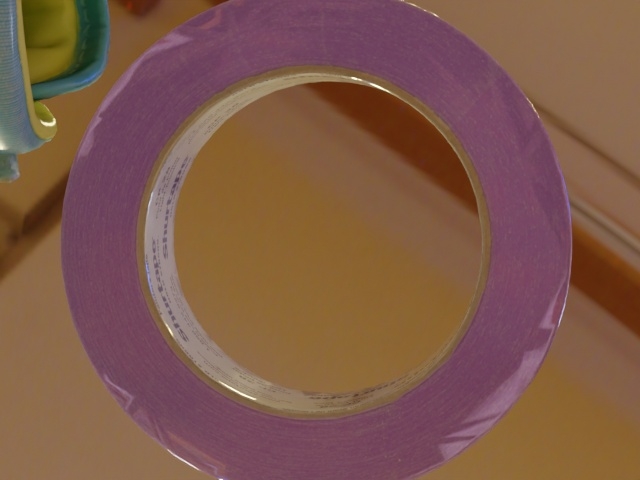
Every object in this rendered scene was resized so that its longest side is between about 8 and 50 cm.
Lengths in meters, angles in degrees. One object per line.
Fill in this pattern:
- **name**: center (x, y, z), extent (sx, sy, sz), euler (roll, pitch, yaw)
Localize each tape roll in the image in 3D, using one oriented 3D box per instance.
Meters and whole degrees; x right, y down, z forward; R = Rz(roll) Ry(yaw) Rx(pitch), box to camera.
- **tape roll**: center (0.000, 0.000, 1.031), extent (0.275, 0.090, 0.274), euler (0, -87, 5)

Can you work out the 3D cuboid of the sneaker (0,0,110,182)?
- **sneaker**: center (-0.185, -0.050, 0.580), extent (0.208, 0.319, 0.127), euler (-8, -92, -29)
